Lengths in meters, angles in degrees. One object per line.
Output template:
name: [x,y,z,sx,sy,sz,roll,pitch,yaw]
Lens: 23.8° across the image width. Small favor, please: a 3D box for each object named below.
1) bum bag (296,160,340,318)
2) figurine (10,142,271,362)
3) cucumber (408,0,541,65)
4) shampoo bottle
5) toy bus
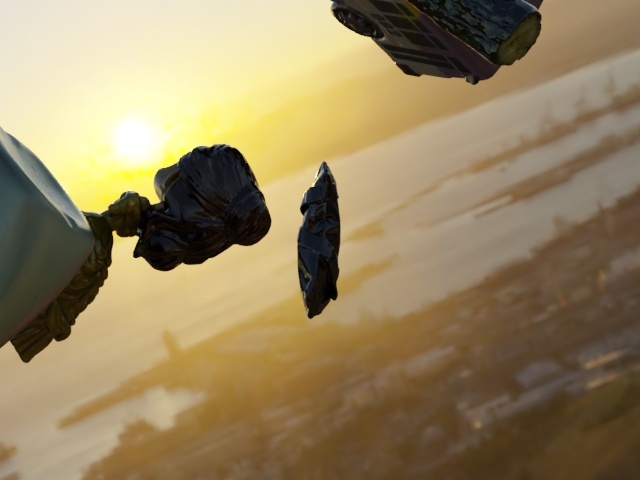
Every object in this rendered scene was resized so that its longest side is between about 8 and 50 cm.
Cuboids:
bum bag: [-0.001,0.000,1.186,0.034,0.124,0.058,2,-9,3]
figurine: [-0.216,-0.011,1.648,0.315,0.187,0.168,-26,32,-9]
cucumber: [0.088,-0.205,1.186,0.058,0.187,0.058,-48,-16,-18]
shampoo bottle: [-0.389,0.053,1.415,0.349,0.222,0.151,-42,-32,3]
toy bus: [0.098,-0.395,1.943,0.249,0.440,0.209,19,74,51]
